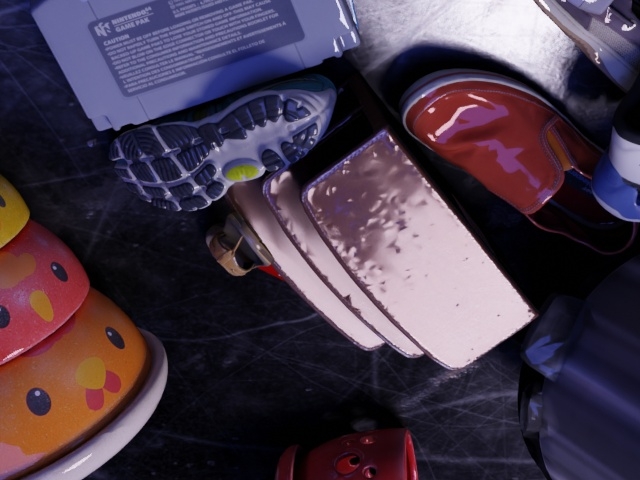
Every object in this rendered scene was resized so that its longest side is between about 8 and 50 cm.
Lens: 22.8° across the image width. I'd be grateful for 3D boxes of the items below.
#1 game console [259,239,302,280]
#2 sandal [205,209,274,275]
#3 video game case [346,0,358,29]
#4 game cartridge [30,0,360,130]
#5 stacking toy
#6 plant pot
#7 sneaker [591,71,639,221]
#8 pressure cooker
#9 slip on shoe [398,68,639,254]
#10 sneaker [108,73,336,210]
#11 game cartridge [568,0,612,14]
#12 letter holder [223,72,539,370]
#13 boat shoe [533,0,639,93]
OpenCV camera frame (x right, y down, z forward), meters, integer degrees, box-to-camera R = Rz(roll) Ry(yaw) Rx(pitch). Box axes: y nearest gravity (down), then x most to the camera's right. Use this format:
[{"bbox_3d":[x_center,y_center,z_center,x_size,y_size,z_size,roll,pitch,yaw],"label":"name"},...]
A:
[{"bbox_3d":[0.000,0.000,1.853,0.144,0.085,0.124,27,153,-24],"label":"game console"},{"bbox_3d":[-0.099,0.011,1.760,0.049,0.180,0.072,-43,99,-16],"label":"sandal"},{"bbox_3d":[-0.053,-0.251,1.640,0.166,0.015,0.119,-12,130,4],"label":"video game case"},{"bbox_3d":[-0.129,-0.234,1.604,0.297,0.062,0.198,-17,125,9],"label":"game cartridge"},{"bbox_3d":[-0.405,0.032,1.695,0.351,0.350,0.480,-19,113,10],"label":"stacking toy"},{"bbox_3d":[0.038,0.341,2.029,0.174,0.191,0.191,-7,130,10],"label":"plant pot"},{"bbox_3d":[0.430,-0.144,1.638,0.316,0.127,0.182,-24,147,-6],"label":"sneaker"},{"bbox_3d":[0.429,0.187,1.806,0.376,0.420,0.369,-26,118,-19],"label":"pressure cooker"},{"bbox_3d":[0.230,-0.085,1.750,0.331,0.101,0.123,30,123,-25],"label":"slip on shoe"},{"bbox_3d":[-0.101,-0.108,1.696,0.275,0.110,0.107,-14,114,28],"label":"sneaker"},{"bbox_3d":[0.311,-0.398,1.417,0.068,0.230,0.355,23,123,-22],"label":"game cartridge"},{"bbox_3d":[0.056,0.011,1.736,0.214,0.152,0.302,-37,119,8],"label":"letter holder"},{"bbox_3d":[0.279,-0.252,1.622,0.092,0.103,0.285,-40,126,18],"label":"boat shoe"}]
